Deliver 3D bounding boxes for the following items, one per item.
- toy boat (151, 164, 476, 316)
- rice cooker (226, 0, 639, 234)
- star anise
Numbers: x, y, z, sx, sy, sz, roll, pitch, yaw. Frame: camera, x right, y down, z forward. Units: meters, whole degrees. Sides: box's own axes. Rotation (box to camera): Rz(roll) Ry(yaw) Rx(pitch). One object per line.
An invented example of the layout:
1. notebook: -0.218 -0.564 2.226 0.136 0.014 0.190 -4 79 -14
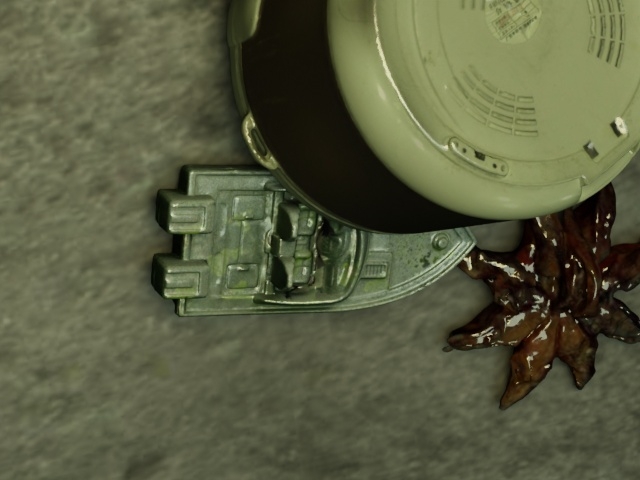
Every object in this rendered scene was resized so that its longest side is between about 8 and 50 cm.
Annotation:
1. toy boat: 0.000 0.000 1.620 0.319 0.092 0.141 -1 108 -21
2. rice cooker: 0.105 -0.166 1.478 0.335 0.325 0.335 2 86 -22
3. star anise: 0.251 0.061 1.726 0.272 0.102 0.272 -7 113 -18
